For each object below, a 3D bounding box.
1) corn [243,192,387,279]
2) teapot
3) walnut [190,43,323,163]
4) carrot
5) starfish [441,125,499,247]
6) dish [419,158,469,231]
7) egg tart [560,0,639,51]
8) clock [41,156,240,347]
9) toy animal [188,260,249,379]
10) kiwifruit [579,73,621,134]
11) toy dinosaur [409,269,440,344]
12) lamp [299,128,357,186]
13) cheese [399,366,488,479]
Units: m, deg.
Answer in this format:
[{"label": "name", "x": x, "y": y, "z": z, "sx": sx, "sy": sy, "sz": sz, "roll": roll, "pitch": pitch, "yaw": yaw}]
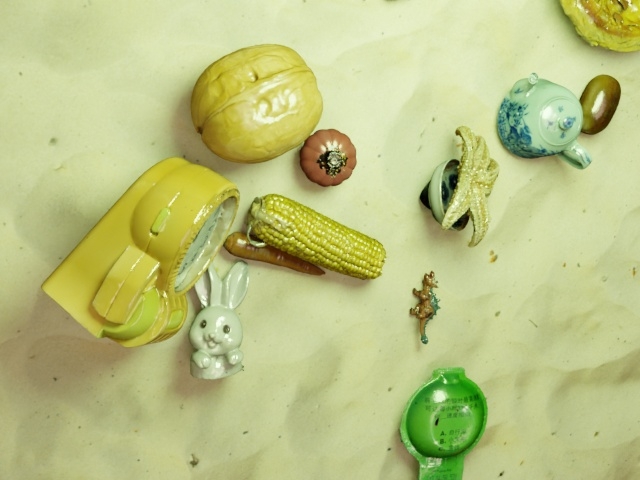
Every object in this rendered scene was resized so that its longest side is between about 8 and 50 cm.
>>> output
[{"label": "corn", "x": 0.000, "y": 0.000, "z": 1.306, "sx": 0.293, "sy": 0.106, "sz": 0.106, "roll": 23, "pitch": 96, "yaw": -18}, {"label": "teapot", "x": 0.439, "y": -0.227, "z": 1.341, "sx": 0.159, "sy": 0.159, "sz": 0.232, "roll": -42, "pitch": 109, "yaw": -2}, {"label": "walnut", "x": -0.107, "y": -0.230, "z": 1.183, "sx": 0.226, "sy": 0.193, "sz": 0.193, "roll": -20, "pitch": 107, "yaw": -8}, {"label": "carrot", "x": -0.082, "y": 0.031, "z": 1.325, "sx": 0.216, "sy": 0.048, "sz": 0.048, "roll": 19, "pitch": 97, "yaw": -23}, {"label": "starfish", "x": 0.286, "y": -0.099, "z": 1.321, "sx": 0.238, "sy": 0.071, "sz": 0.216, "roll": -44, "pitch": 115, "yaw": -38}, {"label": "dish", "x": 0.232, "y": -0.086, "z": 1.363, "sx": 0.141, "sy": 0.078, "sz": 0.141, "roll": 7, "pitch": 81, "yaw": -53}, {"label": "egg tart", "x": 0.568, "y": -0.500, "z": 1.329, "sx": 0.290, "sy": 0.115, "sz": 0.290, "roll": -3, "pitch": 102, "yaw": -15}, {"label": "clock", "x": -0.272, "y": 0.010, "z": 1.168, "sx": 0.200, "sy": 0.244, "sz": 0.317, "roll": 33, "pitch": 89, "yaw": 3}, {"label": "toy animal", "x": -0.188, "y": 0.141, "z": 1.280, "sx": 0.104, "sy": 0.131, "sz": 0.220, "roll": 3, "pitch": 100, "yaw": -1}, {"label": "kiwifruit", "x": 0.557, "y": -0.273, "z": 1.401, "sx": 0.075, "sy": 0.075, "sz": 0.124, "roll": 22, "pitch": 93, "yaw": -18}, {"label": "toy dinosaur", "x": 0.214, "y": 0.136, "z": 1.420, "sx": 0.055, "sy": 0.049, "sz": 0.154, "roll": 1, "pitch": 98, "yaw": -18}, {"label": "lamp", "x": 0.014, "y": -0.151, "z": 1.277, "sx": 0.107, "sy": 0.092, "sz": 0.107, "roll": -3, "pitch": 103, "yaw": -14}, {"label": "cheese", "x": 0.259, "y": 0.422, "z": 1.479, "sx": 0.204, "sy": 0.083, "sz": 0.320, "roll": 1, "pitch": 100, "yaw": -17}]
